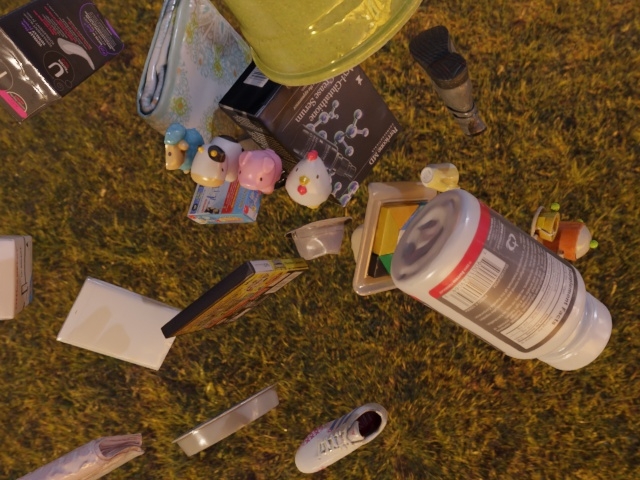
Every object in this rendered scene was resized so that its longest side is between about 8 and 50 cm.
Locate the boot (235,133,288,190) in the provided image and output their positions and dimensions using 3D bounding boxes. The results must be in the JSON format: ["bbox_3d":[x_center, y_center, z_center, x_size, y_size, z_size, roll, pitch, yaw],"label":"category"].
[{"bbox_3d":[-0.205,-0.266,1.718,0.118,0.338,0.222,0,72,-38],"label":"boot"}]

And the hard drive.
[{"bbox_3d":[-0.592,0.255,1.493,0.308,0.040,0.202,26,93,-26],"label":"hard drive"}]

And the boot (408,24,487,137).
[{"bbox_3d":[0.256,-0.318,1.001,0.084,0.161,0.246,-24,43,16],"label":"boot"}]

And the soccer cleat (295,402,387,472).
[{"bbox_3d":[0.063,0.613,1.545,0.332,0.143,0.116,-31,80,-8],"label":"soccer cleat"}]

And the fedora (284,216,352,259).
[{"bbox_3d":[0.000,0.000,1.815,0.244,0.276,0.124,-10,87,-35],"label":"fedora"}]

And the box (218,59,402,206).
[{"bbox_3d":[-0.015,-0.333,1.340,0.212,0.395,0.293,30,82,47],"label":"box"}]

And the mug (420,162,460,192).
[{"bbox_3d":[0.246,-0.132,1.020,0.078,0.064,0.062,7,95,52],"label":"mug"}]

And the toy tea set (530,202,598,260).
[{"bbox_3d":[0.557,0.086,1.170,0.124,0.200,0.335,14,95,36],"label":"toy tea set"}]

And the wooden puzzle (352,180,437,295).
[{"bbox_3d":[0.170,-0.007,1.071,0.044,0.221,0.238,20,110,45],"label":"wooden puzzle"}]

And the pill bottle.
[{"bbox_3d":[0.283,0.073,0.765,0.319,0.176,0.176,32,73,-14],"label":"pill bottle"}]

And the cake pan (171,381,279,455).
[{"bbox_3d":[-0.228,0.453,1.253,0.293,0.293,0.054,-29,79,-3],"label":"cake pan"}]

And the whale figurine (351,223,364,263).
[{"bbox_3d":[0.204,0.056,1.803,0.141,0.271,0.216,-20,36,-29],"label":"whale figurine"}]

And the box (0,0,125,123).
[{"bbox_3d":[-0.564,-0.394,1.025,0.144,0.165,0.270,-17,35,26],"label":"box"}]

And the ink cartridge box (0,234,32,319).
[{"bbox_3d":[-0.617,0.065,0.952,0.086,0.203,0.148,1,93,-23],"label":"ink cartridge box"}]

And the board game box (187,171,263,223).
[{"bbox_3d":[-0.375,-0.224,2.053,0.302,0.086,0.307,0,67,31],"label":"board game box"}]

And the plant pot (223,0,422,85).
[{"bbox_3d":[-0.048,-0.358,0.531,0.276,0.254,0.275,-16,60,29],"label":"plant pot"}]

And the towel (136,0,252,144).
[{"bbox_3d":[-0.304,-0.409,1.272,0.090,0.320,0.373,6,78,24],"label":"towel"}]

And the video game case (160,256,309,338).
[{"bbox_3d":[-0.188,0.127,1.139,0.275,0.248,0.035,-36,75,21],"label":"video game case"}]

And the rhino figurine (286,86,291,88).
[{"bbox_3d":[-0.017,-0.309,0.766,0.107,0.073,0.243,-22,31,9],"label":"rhino figurine"}]

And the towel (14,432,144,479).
[{"bbox_3d":[-0.508,0.456,0.892,0.332,0.317,0.053,-27,74,-13],"label":"towel"}]

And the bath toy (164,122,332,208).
[{"bbox_3d":[-0.145,-0.159,1.041,0.349,0.129,0.151,14,51,6],"label":"bath toy"}]
